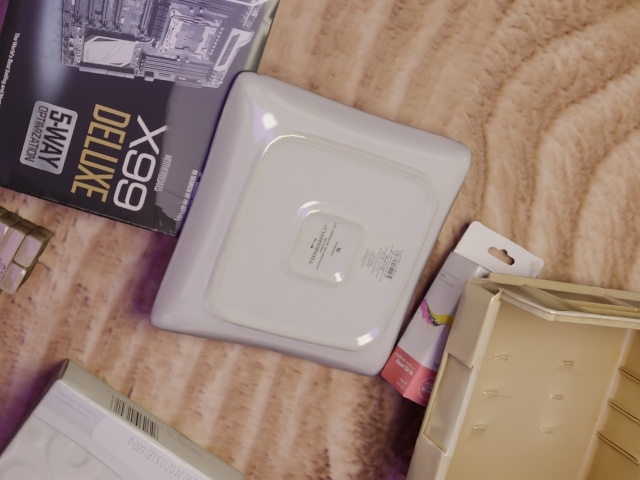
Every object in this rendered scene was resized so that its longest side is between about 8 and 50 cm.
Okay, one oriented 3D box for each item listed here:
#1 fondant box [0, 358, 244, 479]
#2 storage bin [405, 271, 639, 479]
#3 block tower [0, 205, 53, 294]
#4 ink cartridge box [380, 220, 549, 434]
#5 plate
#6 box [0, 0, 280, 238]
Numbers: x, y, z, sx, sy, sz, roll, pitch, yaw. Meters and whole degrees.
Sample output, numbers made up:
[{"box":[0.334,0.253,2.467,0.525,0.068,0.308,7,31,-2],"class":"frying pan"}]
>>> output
[{"box":[-0.265,0.328,1.122,0.238,0.096,0.330,36,93,-11],"class":"fondant box"},{"box":[0.245,0.181,1.104,0.260,0.123,0.262,8,104,-30],"class":"storage bin"},{"box":[-0.438,-0.045,1.049,0.335,0.097,0.091,29,92,-9],"class":"block tower"},{"box":[0.168,0.092,1.152,0.115,0.067,0.198,28,93,-24],"class":"ink cartridge box"},{"box":[0.000,0.000,1.089,0.278,0.045,0.277,16,104,-25],"class":"plate"},{"box":[-0.185,-0.176,1.050,0.242,0.076,0.307,18,105,-10],"class":"box"}]
